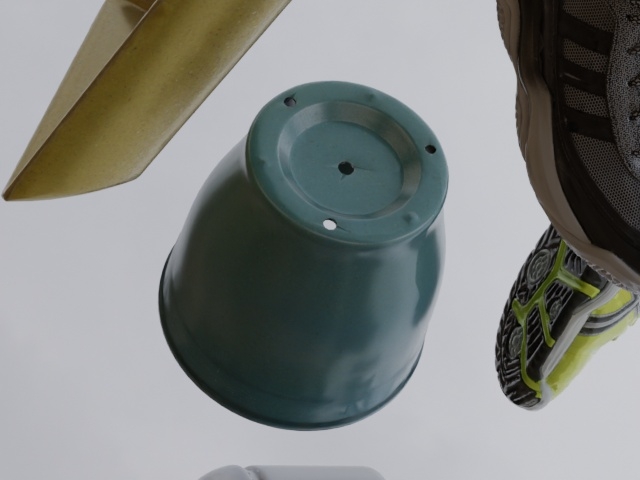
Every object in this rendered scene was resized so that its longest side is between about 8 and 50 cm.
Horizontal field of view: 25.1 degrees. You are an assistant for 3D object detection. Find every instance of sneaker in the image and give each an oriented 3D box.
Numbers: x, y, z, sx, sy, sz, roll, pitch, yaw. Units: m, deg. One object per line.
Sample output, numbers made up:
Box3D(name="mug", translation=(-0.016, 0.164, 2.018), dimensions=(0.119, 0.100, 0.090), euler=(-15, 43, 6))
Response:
Box3D(name="sneaker", translation=(0.173, -0.102, 0.739), dimensions=(0.153, 0.101, 0.268), euler=(-10, -83, 60))
Box3D(name="sneaker", translation=(0.311, 0.012, 1.418), dimensions=(0.385, 0.147, 0.145), euler=(-58, -159, 8))

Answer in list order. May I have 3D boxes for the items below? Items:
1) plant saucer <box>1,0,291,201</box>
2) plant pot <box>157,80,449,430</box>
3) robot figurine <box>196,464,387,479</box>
Box3D(name="plant saucer", translation=(-0.086, -0.200, 1.094), dimensions=(0.081, 0.333, 0.333), euler=(34, -55, -17))
Box3D(name="plant pot", translation=(0.000, 0.000, 1.335), dimensions=(0.271, 0.271, 0.255), euler=(52, -30, 21))
Box3D(name="robot figurine", translation=(-0.035, 0.376, 1.756), dimensions=(0.300, 0.353, 0.200), euler=(-132, -130, -61))
